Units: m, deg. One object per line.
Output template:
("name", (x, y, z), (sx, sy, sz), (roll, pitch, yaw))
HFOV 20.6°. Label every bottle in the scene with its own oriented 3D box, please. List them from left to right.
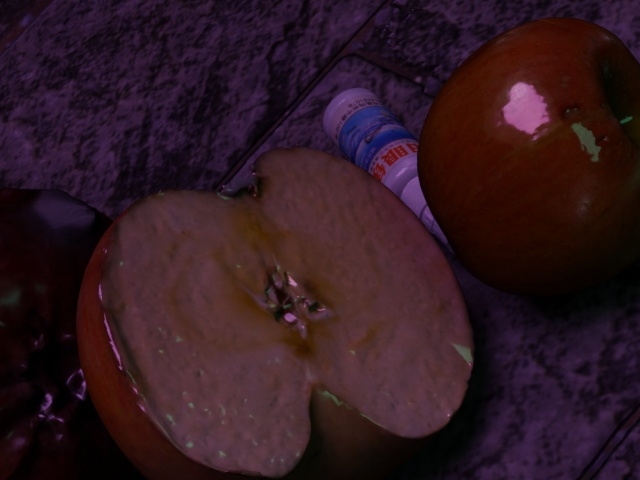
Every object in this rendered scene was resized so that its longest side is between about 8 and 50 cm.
("bottle", (0.069, -0.054, 1.458), (0.060, 0.060, 0.217), (-40, 42, 2))

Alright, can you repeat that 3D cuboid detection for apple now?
("apple", (-0.053, 0.082, 1.295), (0.163, 0.293, 0.251), (-48, 59, 48))
("apple", (0.163, -0.056, 1.288), (0.196, 0.196, 0.196), (-21, 44, 22))

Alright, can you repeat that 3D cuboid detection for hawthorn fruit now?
("hawthorn fruit", (-0.268, 0.109, 1.413), (0.308, 0.308, 0.325), (-50, 12, -10))
